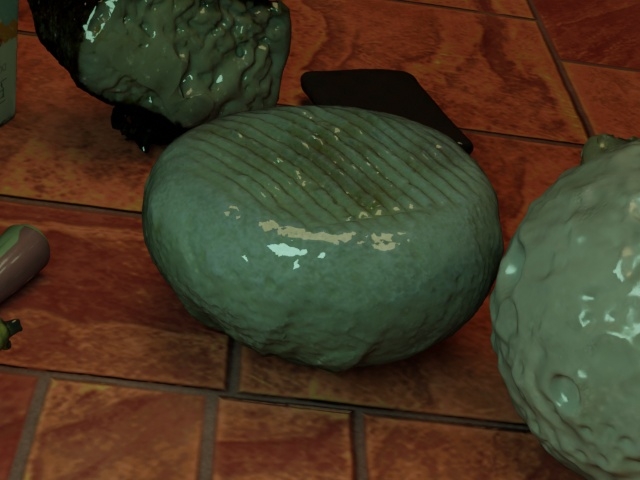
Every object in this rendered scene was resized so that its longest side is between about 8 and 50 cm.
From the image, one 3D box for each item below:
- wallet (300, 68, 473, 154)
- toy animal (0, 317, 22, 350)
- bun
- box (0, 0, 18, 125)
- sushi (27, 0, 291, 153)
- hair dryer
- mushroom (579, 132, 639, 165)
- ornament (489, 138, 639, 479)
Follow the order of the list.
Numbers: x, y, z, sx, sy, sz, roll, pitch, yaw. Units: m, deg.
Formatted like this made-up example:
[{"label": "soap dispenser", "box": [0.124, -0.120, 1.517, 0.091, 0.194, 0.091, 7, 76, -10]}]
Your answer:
[{"label": "wallet", "box": [0.089, -0.168, 1.767, 0.181, 0.049, 0.229, -3, 34, -22]}, {"label": "toy animal", "box": [-0.367, 0.099, 1.086, 0.218, 0.101, 0.103, 10, 25, -3]}, {"label": "bun", "box": [0.000, 0.000, 1.273, 0.361, 0.211, 0.362, 10, 30, -6]}, {"label": "box", "box": [-0.466, -0.269, 1.423, 0.122, 0.385, 0.344, 17, 30, 12]}, {"label": "sushi", "box": [-0.207, -0.241, 1.625, 0.207, 0.234, 0.348, 32, 13, 40]}, {"label": "hair dryer", "box": [-0.364, 0.020, 1.308, 0.154, 0.054, 0.106, 10, 33, 21]}, {"label": "mushroom", "box": [0.402, -0.041, 1.600, 0.096, 0.099, 0.278, -13, 39, -12]}, {"label": "ornament", "box": [0.323, 0.061, 1.166, 0.337, 0.337, 0.337, 7, 29, -4]}]
